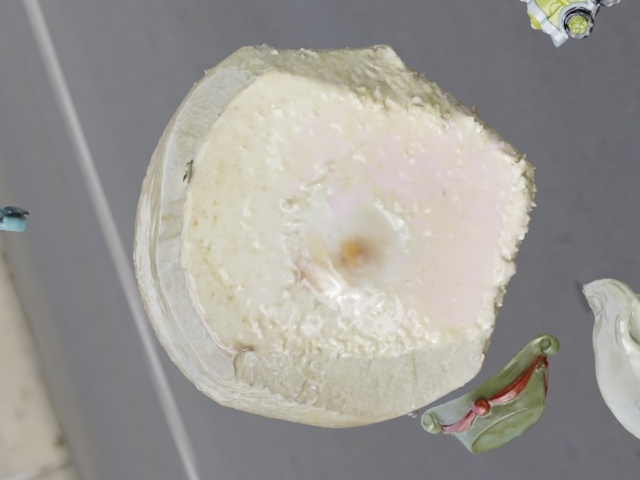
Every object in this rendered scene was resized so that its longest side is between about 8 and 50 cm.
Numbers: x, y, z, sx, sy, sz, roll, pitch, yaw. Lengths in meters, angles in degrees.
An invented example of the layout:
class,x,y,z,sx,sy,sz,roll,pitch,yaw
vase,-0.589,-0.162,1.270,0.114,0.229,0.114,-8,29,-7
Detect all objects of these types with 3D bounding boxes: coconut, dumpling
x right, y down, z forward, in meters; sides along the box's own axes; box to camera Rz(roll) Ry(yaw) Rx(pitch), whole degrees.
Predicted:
class,x,y,z,sx,sy,sz,roll,pitch,yaw
coconut,0.000,0.000,1.862,0.404,0.405,0.404,55,157,38
dumpling,0.360,0.131,2.003,0.258,0.147,0.193,51,179,-24

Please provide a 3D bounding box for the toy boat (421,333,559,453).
class,x,y,z,sx,sy,sz,roll,pitch,yaw
toy boat,0.184,0.170,1.964,0.185,0.089,0.071,-37,54,27

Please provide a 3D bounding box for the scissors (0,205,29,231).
class,x,y,z,sx,sy,sz,roll,pitch,yaw
scissors,-0.478,-0.042,1.817,0.180,0.393,0.032,-148,68,-68

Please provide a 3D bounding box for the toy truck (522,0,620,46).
class,x,y,z,sx,sy,sz,roll,pitch,yaw
toy truck,0.230,-0.232,1.701,0.077,0.111,0.076,40,-154,-5
